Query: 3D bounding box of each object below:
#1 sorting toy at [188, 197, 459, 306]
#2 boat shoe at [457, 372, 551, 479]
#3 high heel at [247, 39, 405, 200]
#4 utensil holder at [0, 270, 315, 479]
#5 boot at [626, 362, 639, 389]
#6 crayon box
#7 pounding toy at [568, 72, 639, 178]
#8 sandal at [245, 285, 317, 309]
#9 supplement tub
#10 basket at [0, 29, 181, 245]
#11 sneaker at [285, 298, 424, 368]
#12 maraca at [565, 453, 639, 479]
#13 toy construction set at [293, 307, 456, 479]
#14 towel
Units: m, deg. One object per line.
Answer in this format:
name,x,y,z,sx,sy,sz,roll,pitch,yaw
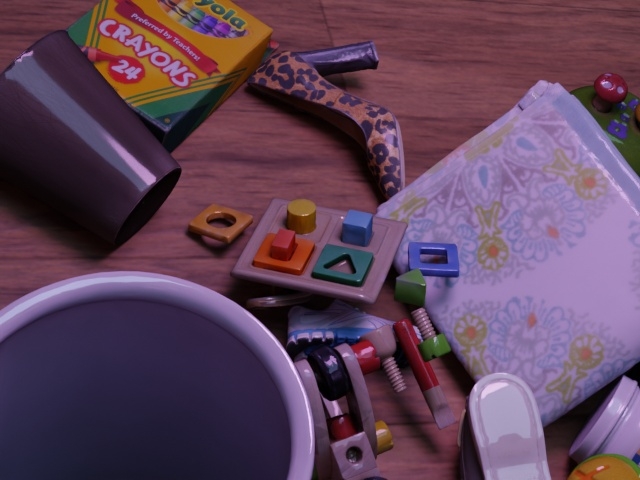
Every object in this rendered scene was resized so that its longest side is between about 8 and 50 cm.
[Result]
sorting toy,0.000,0.000,1.818,0.347,0.047,0.196,11,33,12
boat shoe,0.218,0.310,1.701,0.109,0.091,0.305,-3,72,-7
high heel,0.010,-0.149,2.019,0.186,0.093,0.261,-11,65,-7
utensil holder,-0.188,0.269,1.367,0.327,0.385,0.327,4,53,-6
boot,0.480,0.130,1.908,0.083,0.161,0.246,40,50,11
crayon box,-0.208,-0.264,2.008,0.202,0.081,0.318,33,49,7
pounding toy,0.452,-0.162,2.162,0.183,0.110,0.237,0,53,-21
sandal,-0.024,0.051,1.833,0.180,0.072,0.049,-20,92,-38
supplement tub,0.418,0.268,1.788,0.199,0.144,0.144,34,49,7
basket,-0.295,-0.114,1.812,0.227,0.154,0.204,39,75,5
sneaker,0.047,0.108,1.825,0.190,0.071,0.083,6,46,-17
maraca,0.327,0.336,1.687,0.099,0.127,0.186,24,59,-41
toy construction set,0.049,0.233,1.656,0.309,0.257,0.237,-20,82,-39
towel,0.276,0.017,1.862,0.320,0.090,0.374,-38,64,8
